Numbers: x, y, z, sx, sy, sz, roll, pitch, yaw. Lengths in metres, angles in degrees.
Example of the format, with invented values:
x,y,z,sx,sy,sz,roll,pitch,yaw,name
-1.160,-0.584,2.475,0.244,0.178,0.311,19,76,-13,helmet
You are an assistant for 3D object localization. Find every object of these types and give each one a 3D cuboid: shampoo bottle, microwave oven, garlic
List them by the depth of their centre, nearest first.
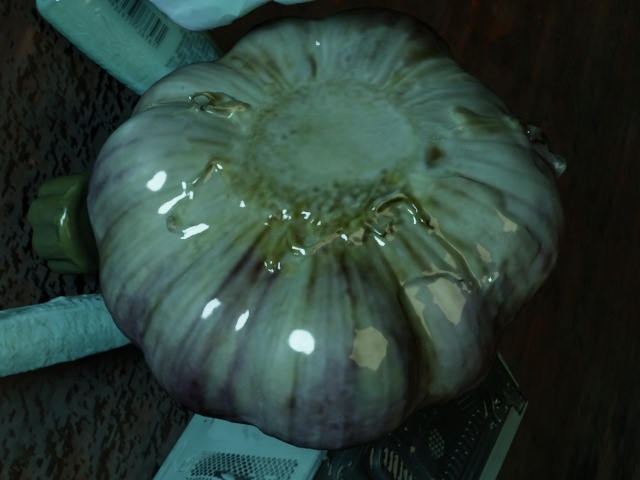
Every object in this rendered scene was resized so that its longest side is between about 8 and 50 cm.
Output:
x,y,z,sx,sy,sz,roll,pitch,yaw,name
0.000,0.000,0.637,0.245,0.244,0.161,-56,164,-35,garlic
-0.076,-0.096,0.704,0.190,0.041,0.069,43,54,-39,shampoo bottle
0.015,0.127,0.732,0.162,0.122,0.208,56,49,-32,microwave oven

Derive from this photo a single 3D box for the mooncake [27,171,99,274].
x,y,z,sx,sy,sz,roll,pitch,yaw,name
-0.217,-0.024,0.524,0.346,0.057,0.150,31,52,-41,mooncake

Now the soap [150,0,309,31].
x,y,z,sx,sy,sz,roll,pitch,yaw,name
-0.138,-0.265,0.478,0.446,0.261,0.156,34,62,-41,soap

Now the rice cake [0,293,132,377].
x,y,z,sx,sy,sz,roll,pitch,yaw,name
-0.146,0.048,0.623,0.170,0.029,0.033,-9,100,-48,rice cake
